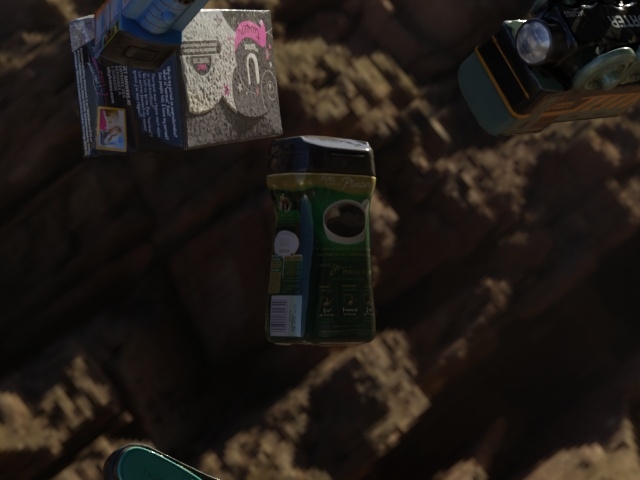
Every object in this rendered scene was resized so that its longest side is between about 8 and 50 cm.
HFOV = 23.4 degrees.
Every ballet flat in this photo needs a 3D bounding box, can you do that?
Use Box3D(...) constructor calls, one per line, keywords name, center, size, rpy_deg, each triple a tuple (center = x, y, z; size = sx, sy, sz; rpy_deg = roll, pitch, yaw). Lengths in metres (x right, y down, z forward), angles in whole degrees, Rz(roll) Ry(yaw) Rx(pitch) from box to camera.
Box3D(name="ballet flat", center=(-0.138, 0.331, 1.864), size=(0.095, 0.280, 0.096), rpy_deg=(-62, 9, -32))

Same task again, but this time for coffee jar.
Box3D(name="coffee jar", center=(0.000, 0.000, 1.359), size=(0.096, 0.184, 0.079), rpy_deg=(2, -2, -37))

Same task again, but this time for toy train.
Box3D(name="toy train", center=(-0.142, -0.231, 1.381), size=(0.080, 0.105, 0.184), rpy_deg=(9, -27, -30))
Box3D(name="toy train", center=(0.313, -0.213, 1.799), size=(0.334, 0.142, 0.190), rpy_deg=(-12, -21, -46))

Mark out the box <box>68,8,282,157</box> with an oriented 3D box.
Box3D(name="box", center=(-0.161, -0.188, 1.800), size=(0.142, 0.163, 0.247), rpy_deg=(-3, 6, 24))
